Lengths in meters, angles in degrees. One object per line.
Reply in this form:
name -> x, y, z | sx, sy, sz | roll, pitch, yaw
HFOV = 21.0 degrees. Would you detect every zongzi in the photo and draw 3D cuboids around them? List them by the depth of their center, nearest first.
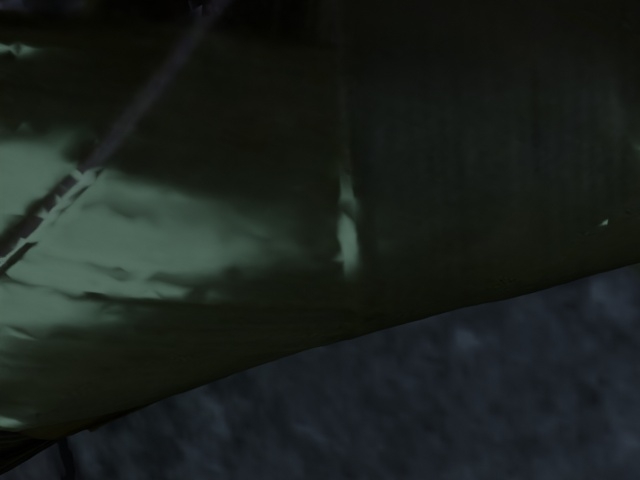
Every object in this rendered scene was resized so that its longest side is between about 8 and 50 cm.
zongzi -> 0.000, 0.000, 0.425 | 0.318, 0.154, 0.289 | 25, 139, 0
